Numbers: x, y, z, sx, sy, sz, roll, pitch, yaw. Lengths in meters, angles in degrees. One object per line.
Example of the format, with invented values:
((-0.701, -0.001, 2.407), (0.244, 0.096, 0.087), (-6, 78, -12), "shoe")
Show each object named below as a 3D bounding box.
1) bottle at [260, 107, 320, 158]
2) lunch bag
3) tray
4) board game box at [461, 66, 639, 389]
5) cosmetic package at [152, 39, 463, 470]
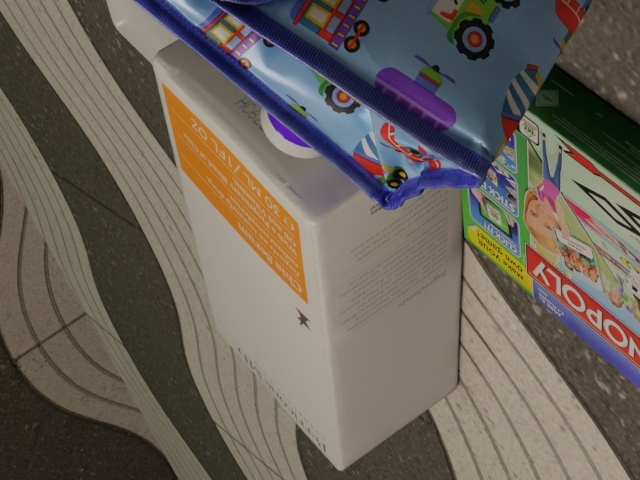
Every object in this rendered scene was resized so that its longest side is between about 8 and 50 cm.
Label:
((0.029, -0.149, 1.027), (0.283, 0.118, 0.092), (128, 131, -58), "bottle")
((0.000, -0.192, 0.781), (0.293, 0.221, 0.138), (35, 165, -13), "lunch bag")
((-0.154, -0.214, 1.600), (0.270, 0.030, 0.145), (45, 159, 30), "tray")
((0.214, 0.011, 1.031), (0.317, 0.046, 0.213), (43, 157, 34), "board game box")
((0.000, 0.000, 1.372), (0.230, 0.161, 0.453), (46, 160, 28), "cosmetic package")
